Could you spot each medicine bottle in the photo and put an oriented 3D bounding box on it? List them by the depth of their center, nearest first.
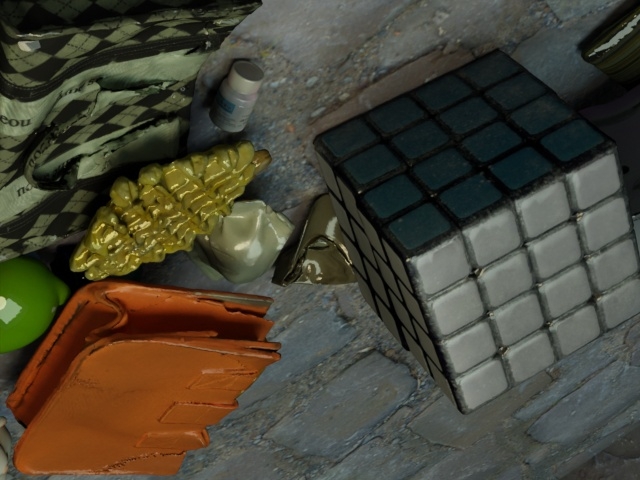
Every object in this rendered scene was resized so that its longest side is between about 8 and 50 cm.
[{"bbox_3d":[-0.110,-0.190,1.672,0.052,0.052,0.089,-5,139,-37],"label":"medicine bottle"},{"bbox_3d":[-0.333,0.102,1.853,0.124,0.079,0.258,-17,146,-29],"label":"medicine bottle"}]

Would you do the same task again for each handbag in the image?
[{"bbox_3d":[-0.259,-0.167,1.470,0.317,0.180,0.416,-15,151,-30],"label":"handbag"},{"bbox_3d":[-0.264,0.207,1.827,0.303,0.116,0.410,7,144,-29],"label":"handbag"}]

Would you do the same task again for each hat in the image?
[{"bbox_3d":[0.000,0.000,2.031,0.147,0.085,0.175,3,112,-29],"label":"hat"}]

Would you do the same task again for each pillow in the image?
[{"bbox_3d":[0.543,-0.334,2.046,0.208,0.052,0.212,-42,147,21],"label":"pillow"}]

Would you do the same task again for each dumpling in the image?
[{"bbox_3d":[-0.132,-0.006,1.870,0.155,0.111,0.181,34,108,-27],"label":"dumpling"}]

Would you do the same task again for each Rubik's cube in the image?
[{"bbox_3d":[0.235,-0.020,1.865,0.344,0.337,0.343,-29,129,-9],"label":"Rubik's cube"}]

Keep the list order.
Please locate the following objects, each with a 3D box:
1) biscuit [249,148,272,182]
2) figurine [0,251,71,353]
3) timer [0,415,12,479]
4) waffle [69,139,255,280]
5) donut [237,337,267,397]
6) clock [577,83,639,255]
[{"bbox_3d":[-0.183,-0.060,1.752,0.234,0.030,0.153,-23,173,-23],"label":"biscuit"},{"bbox_3d":[-0.457,0.061,1.644,0.263,0.143,0.162,26,111,-43],"label":"figurine"},{"bbox_3d":[-0.590,0.377,1.884,0.315,0.291,0.290,-43,156,-30],"label":"timer"},{"bbox_3d":[-0.199,-0.034,1.610,0.250,0.056,0.261,-21,158,-44],"label":"waffle"},{"bbox_3d":[-0.192,0.191,2.069,0.227,0.114,0.226,-22,145,-16],"label":"donut"},{"bbox_3d":[0.520,-0.129,2.068,0.338,0.338,0.102,-36,129,6],"label":"clock"}]
